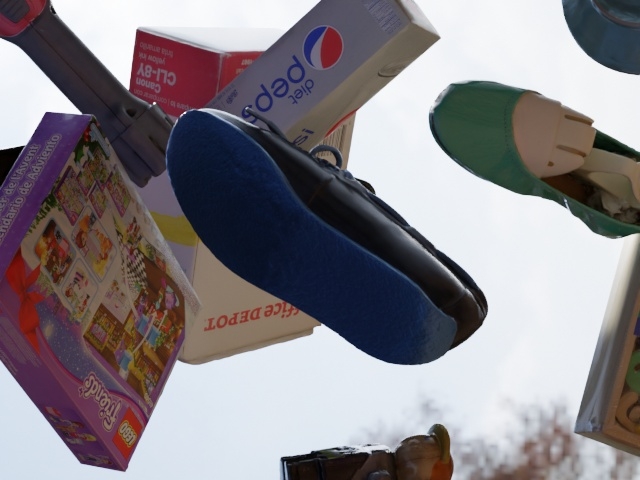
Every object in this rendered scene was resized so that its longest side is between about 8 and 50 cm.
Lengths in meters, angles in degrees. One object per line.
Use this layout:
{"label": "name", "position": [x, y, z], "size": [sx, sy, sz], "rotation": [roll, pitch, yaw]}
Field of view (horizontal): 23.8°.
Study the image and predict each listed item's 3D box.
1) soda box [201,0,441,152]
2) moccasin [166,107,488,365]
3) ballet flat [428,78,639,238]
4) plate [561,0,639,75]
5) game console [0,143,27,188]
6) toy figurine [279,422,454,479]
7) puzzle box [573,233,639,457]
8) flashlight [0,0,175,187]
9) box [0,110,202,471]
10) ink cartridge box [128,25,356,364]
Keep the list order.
{"label": "soda box", "position": [-0.014, -0.168, 1.644], "size": [0.091, 0.286, 0.098], "rotation": [55, -162, 17]}
{"label": "moccasin", "position": [0.000, 0.000, 1.345], "size": [0.117, 0.342, 0.138], "rotation": [-13, -42, -49]}
{"label": "ballet flat", "position": [0.193, -0.067, 1.174], "size": [0.247, 0.087, 0.083], "rotation": [24, -111, -38]}
{"label": "plate", "position": [0.259, -0.213, 1.131], "size": [0.024, 0.188, 0.188], "rotation": [28, -118, -48]}
{"label": "game console", "position": [-0.369, -0.117, 1.415], "size": [0.044, 0.213, 0.361], "rotation": [156, 102, -68]}
{"label": "toy figurine", "position": [0.051, 0.265, 1.140], "size": [0.213, 0.148, 0.210], "rotation": [-104, 14, -45]}
{"label": "puzzle box", "position": [0.437, 0.101, 1.322], "size": [0.052, 0.408, 0.272], "rotation": [160, 129, -69]}
{"label": "flashlight", "position": [-0.268, -0.191, 1.608], "size": [0.304, 0.103, 0.103], "rotation": [47, -130, -9]}
{"label": "box", "position": [-0.216, 0.052, 1.399], "size": [0.293, 0.057, 0.201], "rotation": [66, -142, -47]}
{"label": "ink cartridge box", "position": [-0.111, -0.066, 1.910], "size": [0.279, 0.160, 0.385], "rotation": [-9, -67, -51]}
